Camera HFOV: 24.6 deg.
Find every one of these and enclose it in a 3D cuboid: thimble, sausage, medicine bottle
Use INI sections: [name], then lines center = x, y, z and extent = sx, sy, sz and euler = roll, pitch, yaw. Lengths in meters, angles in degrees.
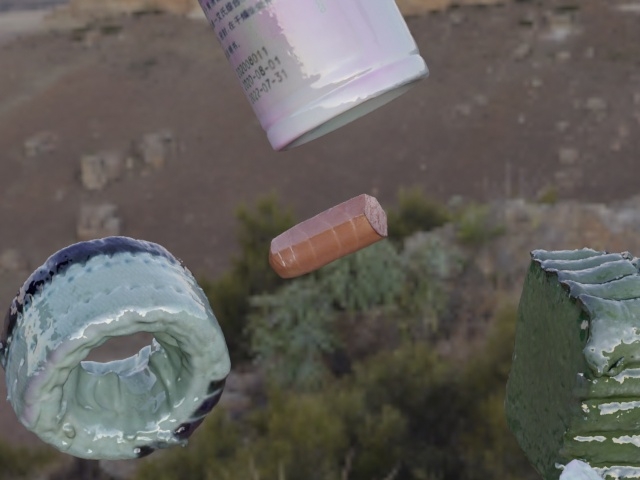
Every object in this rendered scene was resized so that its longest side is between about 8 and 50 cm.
[thimble]
center = -0.224, 0.119, 1.562
extent = 0.237, 0.237, 0.150
euler = -7, 37, -19
[sausage]
center = 0.000, 0.000, 1.846
extent = 0.169, 0.065, 0.065
euler = -25, 4, 24
[medicine bottle]
center = -0.028, -0.220, 1.252
extent = 0.152, 0.254, 0.152
euler = -26, -1, 0

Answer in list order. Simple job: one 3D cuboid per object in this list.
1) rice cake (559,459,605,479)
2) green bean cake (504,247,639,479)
[rice cake]
center = 0.181, 0.248, 1.067
extent = 0.085, 0.226, 0.040
euler = 30, 48, 17
[green bean cake]
center = 0.271, 0.129, 1.464
extent = 0.125, 0.227, 0.222
euler = -4, 21, -9
